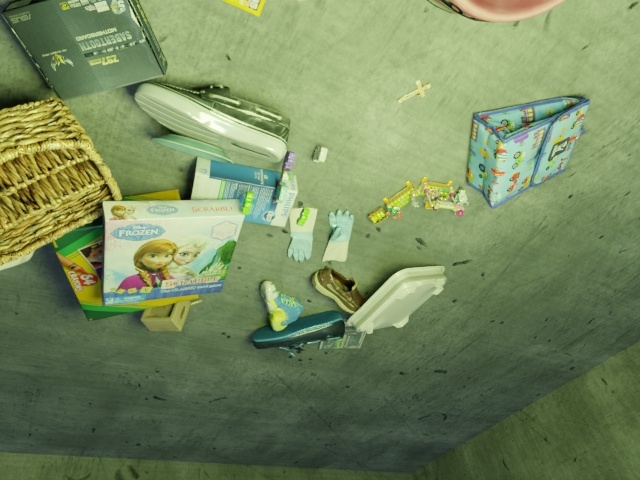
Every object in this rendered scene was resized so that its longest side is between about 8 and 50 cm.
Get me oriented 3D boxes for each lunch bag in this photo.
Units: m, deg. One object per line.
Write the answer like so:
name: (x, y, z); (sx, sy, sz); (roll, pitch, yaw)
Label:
lunch bag: (0.551, -0.246, 1.187); (0.293, 0.138, 0.221); (-20, 136, -8)

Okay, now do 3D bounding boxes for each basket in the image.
basket: (-0.589, -0.117, 0.908); (0.299, 0.223, 0.213); (-31, -177, -21)

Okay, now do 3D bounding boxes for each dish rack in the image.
dish rack: (0.275, 0.216, 1.568); (0.285, 0.072, 0.333); (1, 139, -41)

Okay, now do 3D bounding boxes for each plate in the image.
plate: (-0.288, -0.213, 1.039); (0.188, 0.188, 0.024); (14, 92, -23)

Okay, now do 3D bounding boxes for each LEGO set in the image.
LEGO set: (0.282, -0.094, 1.286); (0.287, 0.107, 0.132); (-10, 136, 0)

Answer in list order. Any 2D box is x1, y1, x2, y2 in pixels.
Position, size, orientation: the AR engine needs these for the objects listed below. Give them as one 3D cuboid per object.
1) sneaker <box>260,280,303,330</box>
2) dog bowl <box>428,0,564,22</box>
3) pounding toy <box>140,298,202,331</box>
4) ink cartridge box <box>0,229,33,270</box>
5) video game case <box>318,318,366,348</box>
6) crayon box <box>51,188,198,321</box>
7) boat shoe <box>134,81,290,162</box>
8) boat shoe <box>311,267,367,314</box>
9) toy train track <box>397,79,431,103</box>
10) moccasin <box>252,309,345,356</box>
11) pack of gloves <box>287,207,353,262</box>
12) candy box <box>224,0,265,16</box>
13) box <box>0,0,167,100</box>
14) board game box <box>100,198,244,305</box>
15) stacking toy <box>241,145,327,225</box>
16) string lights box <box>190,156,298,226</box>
sneaker: (-0.129, 0.208, 1.560); (0.126, 0.091, 0.240); (-21, 138, -15)
dog bowl: (0.339, -0.570, 0.771); (0.408, 0.150, 0.408); (-6, 137, -5)
pounding toy: (-0.481, 0.225, 1.480); (0.130, 0.141, 0.100); (-2, 138, 13)
ink cartridge box: (-0.767, -0.059, 1.061); (0.218, 0.092, 0.158); (47, 121, 3)
video game case: (0.093, 0.372, 1.799); (0.173, 0.022, 0.190); (2, 135, -12)
crayon box: (-0.520, 0.050, 1.253); (0.313, 0.106, 0.363); (-10, 138, -17)
boat shoe: (-0.226, -0.279, 1.000); (0.335, 0.119, 0.121); (19, 164, -19)
boat shoe: (0.090, 0.173, 1.533); (0.095, 0.095, 0.257); (-33, 132, 30)
toy train track: (0.223, -0.348, 1.079); (0.083, 0.014, 0.048); (-24, 134, 16)
moccasin: (-0.074, 0.356, 1.654); (0.342, 0.138, 0.117); (-11, 112, 2)
pack of gloves: (0.000, 0.000, 1.379); (0.195, 0.046, 0.232); (-3, 136, -9)
candy box: (-0.124, -0.527, 0.821); (0.105, 0.027, 0.206); (16, 131, -21)
box: (-0.446, -0.388, 0.884); (0.233, 0.059, 0.183); (-12, 138, 3)
board game box: (-0.383, 0.032, 1.159); (0.319, 0.066, 0.318); (-5, 140, -29)
stacking toy: (-0.091, -0.155, 1.125); (0.167, 0.052, 0.221); (13, 97, -23)
string lights box: (-0.202, -0.122, 1.191); (0.260, 0.077, 0.133); (9, 134, -19)
